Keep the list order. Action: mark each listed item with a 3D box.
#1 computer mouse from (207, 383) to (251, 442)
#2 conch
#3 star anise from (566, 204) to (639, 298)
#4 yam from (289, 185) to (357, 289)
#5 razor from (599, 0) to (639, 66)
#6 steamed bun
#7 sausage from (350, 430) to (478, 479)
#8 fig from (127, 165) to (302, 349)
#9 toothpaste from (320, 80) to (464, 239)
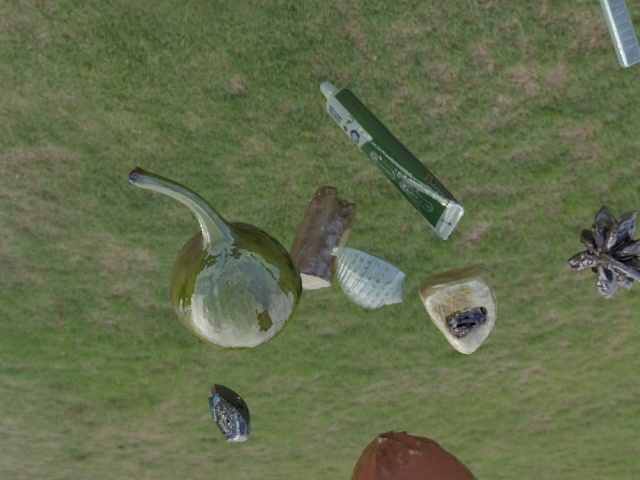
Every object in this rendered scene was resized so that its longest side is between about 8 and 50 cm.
[{"bbox_3d":[-0.169,0.325,1.037,0.047,0.135,0.079,-4,116,-44],"label":"computer mouse"},{"bbox_3d":[0.090,0.071,1.002,0.153,0.102,0.135,16,162,-18],"label":"conch"},{"bbox_3d":[0.619,0.037,1.139,0.089,0.231,0.209,-11,109,-19],"label":"star anise"},{"bbox_3d":[-0.001,-0.001,1.296,0.130,0.238,0.128,10,155,22],"label":"yam"},{"bbox_3d":[0.421,-0.394,0.816,0.111,0.056,0.277,-24,100,15],"label":"razor"},{"bbox_3d":[0.279,0.137,1.072,0.141,0.155,0.172,-17,-179,18],"label":"steamed bun"},{"bbox_3d":[0.124,0.307,0.534,0.254,0.148,0.148,42,128,-6],"label":"sausage"},{"bbox_3d":[-0.112,0.010,0.572,0.149,0.149,0.245,-14,132,8],"label":"fig"},{"bbox_3d":[0.118,-0.165,0.995,0.061,0.392,0.098,-29,156,-23],"label":"toothpaste"}]
